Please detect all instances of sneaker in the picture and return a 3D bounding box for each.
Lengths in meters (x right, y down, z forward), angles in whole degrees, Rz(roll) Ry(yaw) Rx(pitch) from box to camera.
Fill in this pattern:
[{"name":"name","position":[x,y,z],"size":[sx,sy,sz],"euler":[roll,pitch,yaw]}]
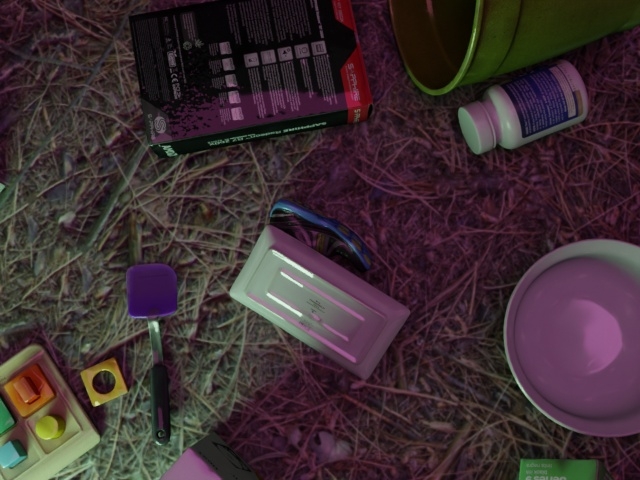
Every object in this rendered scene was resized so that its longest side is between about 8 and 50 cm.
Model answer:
[{"name":"sneaker","position":[0.000,0.000,1.285],"size":[0.188,0.067,0.078],"euler":[29,104,3]}]

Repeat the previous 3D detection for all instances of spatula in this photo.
[{"name":"spatula","position":[-0.266,0.182,1.268],"size":[0.084,0.030,0.296],"euler":[-6,81,-3]}]

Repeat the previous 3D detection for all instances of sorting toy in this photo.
[{"name":"sorting toy","position":[-0.476,0.290,1.246],"size":[0.348,0.047,0.196],"euler":[-36,83,-5]}]

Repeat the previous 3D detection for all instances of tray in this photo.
[{"name":"tray","position":[-0.007,0.102,1.254],"size":[0.270,0.030,0.145],"euler":[32,107,5]}]

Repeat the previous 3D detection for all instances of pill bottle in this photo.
[{"name":"pill bottle","position":[0.329,-0.213,1.281],"size":[0.187,0.112,0.111],"euler":[-22,82,-3]}]

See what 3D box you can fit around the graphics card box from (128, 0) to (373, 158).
[{"name":"graphics card box","position":[-0.117,-0.285,1.305],"size":[0.371,0.094,0.232],"euler":[-11,82,-2]}]

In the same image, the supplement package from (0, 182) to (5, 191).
[{"name":"supplement package","position":[-0.656,-0.102,1.230],"size":[0.203,0.194,0.149],"euler":[33,83,5]}]

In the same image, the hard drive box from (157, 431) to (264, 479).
[{"name":"hard drive box","position":[-0.138,0.382,1.137],"size":[0.181,0.232,0.089],"euler":[43,84,5]}]

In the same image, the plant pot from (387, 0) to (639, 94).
[{"name":"plant pot","position":[0.326,-0.433,1.220],"size":[0.353,0.366,0.366],"euler":[-10,82,-13]}]

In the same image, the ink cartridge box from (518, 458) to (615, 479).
[{"name":"ink cartridge box","position":[0.349,0.476,1.072],"size":[0.122,0.211,0.289],"euler":[-9,48,34]}]

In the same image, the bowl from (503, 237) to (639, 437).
[{"name":"bowl","position":[0.421,0.151,1.217],"size":[0.298,0.134,0.297],"euler":[0,81,0]}]
